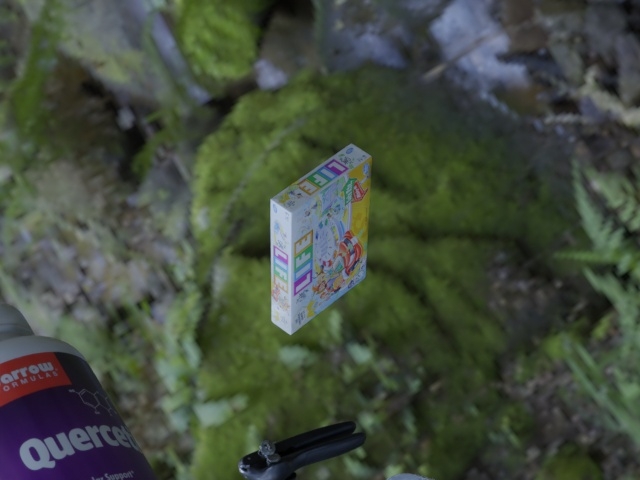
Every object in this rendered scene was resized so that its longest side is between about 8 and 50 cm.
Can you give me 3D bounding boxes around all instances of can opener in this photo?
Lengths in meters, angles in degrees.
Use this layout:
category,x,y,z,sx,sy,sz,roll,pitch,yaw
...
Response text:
category,x,y,z,sx,sy,sz,roll,pitch,yaw
can opener,-0.025,0.273,2.115,0.059,0.186,0.073,45,142,32

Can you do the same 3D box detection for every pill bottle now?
category,x,y,z,sx,sy,sz,roll,pitch,yaw
pill bottle,-0.251,0.213,1.464,0.323,0.181,0.181,54,154,28

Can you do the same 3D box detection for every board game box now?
category,x,y,z,sx,sy,sz,roll,pitch,yaw
board game box,0.000,0.000,1.470,0.026,0.103,0.154,34,143,29

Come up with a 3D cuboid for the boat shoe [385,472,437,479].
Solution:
category,x,y,z,sx,sy,sz,roll,pitch,yaw
boat shoe,0.143,0.267,1.451,0.228,0.080,0.076,6,151,46
